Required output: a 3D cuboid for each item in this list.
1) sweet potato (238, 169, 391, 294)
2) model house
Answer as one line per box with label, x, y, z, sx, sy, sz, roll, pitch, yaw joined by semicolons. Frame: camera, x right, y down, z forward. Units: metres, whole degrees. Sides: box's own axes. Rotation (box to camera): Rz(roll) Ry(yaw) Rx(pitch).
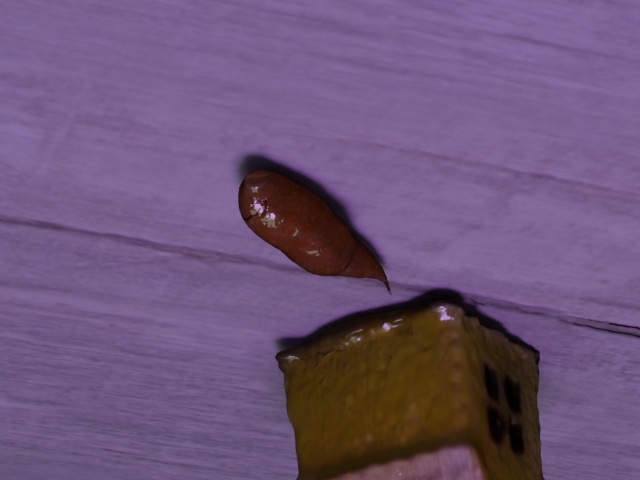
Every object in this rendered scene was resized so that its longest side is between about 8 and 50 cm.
sweet potato;0.000;0.000;1.315;0.056;0.056;0.195;-17;148;27
model house;0.078;0.193;1.452;0.193;0.234;0.175;-20;143;28
